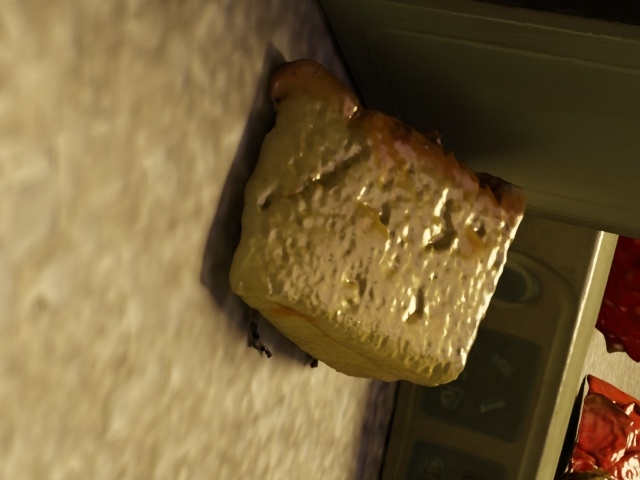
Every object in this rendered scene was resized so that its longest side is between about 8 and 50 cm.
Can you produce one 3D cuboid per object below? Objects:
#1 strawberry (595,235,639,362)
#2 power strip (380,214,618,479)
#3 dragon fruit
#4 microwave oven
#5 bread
[{"bbox_3d":[0.231,-0.034,0.831,0.306,0.138,0.233,63,19,-22],"label":"strawberry"},{"bbox_3d":[0.071,0.095,0.529,0.048,0.080,0.285,-6,110,-62],"label":"power strip"},{"bbox_3d":[0.266,0.225,1.145,0.092,0.122,0.192,52,45,-13],"label":"dragon fruit"},{"bbox_3d":[0.126,-0.081,0.381,0.163,0.205,0.129,60,47,-62],"label":"microwave oven"},{"bbox_3d":[0.000,0.000,0.373,0.109,0.080,0.084,27,74,-32],"label":"bread"}]
